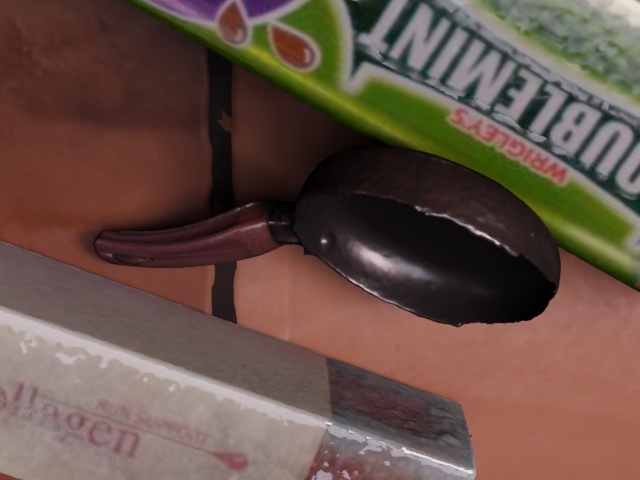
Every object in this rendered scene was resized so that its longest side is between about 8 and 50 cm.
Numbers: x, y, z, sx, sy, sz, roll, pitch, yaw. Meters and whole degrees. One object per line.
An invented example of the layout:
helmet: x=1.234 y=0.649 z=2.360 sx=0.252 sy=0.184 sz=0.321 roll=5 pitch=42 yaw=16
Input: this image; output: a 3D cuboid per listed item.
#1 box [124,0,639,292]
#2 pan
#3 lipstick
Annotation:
box: x=0.053 y=-0.096 z=0.804 sx=0.345 sy=0.097 sz=0.134 roll=30 pitch=110 yaw=-12
pan: x=0.000 y=-0.003 z=0.840 sx=0.212 sy=0.040 sz=0.115 roll=3 pitch=151 yaw=27
lipstick: x=-0.119 y=0.056 z=0.862 sx=0.371 sy=0.080 sz=0.076 roll=19 pitch=108 yaw=-9
